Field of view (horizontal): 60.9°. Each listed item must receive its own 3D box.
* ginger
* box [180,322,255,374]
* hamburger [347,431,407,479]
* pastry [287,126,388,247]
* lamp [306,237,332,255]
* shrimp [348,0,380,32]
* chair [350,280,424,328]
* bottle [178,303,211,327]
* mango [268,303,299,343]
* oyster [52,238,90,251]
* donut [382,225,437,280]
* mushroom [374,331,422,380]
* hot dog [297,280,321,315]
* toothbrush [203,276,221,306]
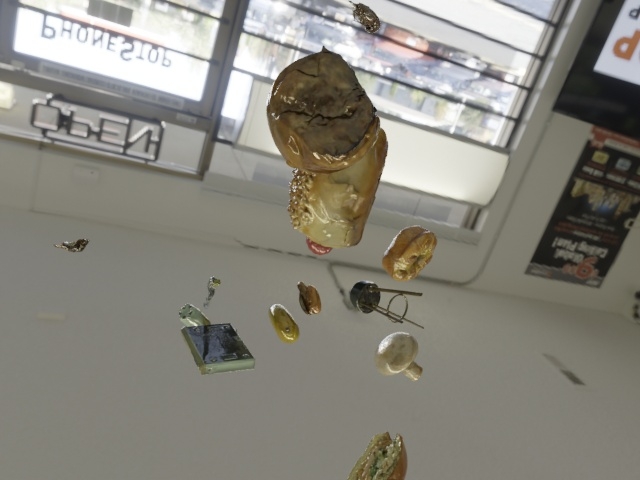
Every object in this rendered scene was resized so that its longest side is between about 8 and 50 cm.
[{"bbox_3d":[0.002,-0.229,1.089,0.269,0.200,0.223,63,-179,21],"label":"ginger"},{"bbox_3d":[-0.355,0.368,1.886,0.210,0.045,0.270,0,-160,-27],"label":"box"},{"bbox_3d":[0.217,0.802,1.864,0.144,0.157,0.283,-8,-151,46],"label":"hamburger"},{"bbox_3d":[0.045,-0.170,1.572,0.244,0.410,0.409,17,-162,5],"label":"pastry"},{"bbox_3d":[0.000,0.000,1.945,0.107,0.092,0.108,9,-115,-19],"label":"lamp"},{"bbox_3d":[0.139,-0.739,1.782,0.165,0.057,0.065,24,146,-37],"label":"shrimp"},{"bbox_3d":[0.187,0.183,1.518,0.221,0.095,0.104,18,-124,46],"label":"chair"},{"bbox_3d":[-0.477,0.350,2.201,0.083,0.083,0.270,34,163,38],"label":"bottle"},{"bbox_3d":[-0.152,0.318,2.144,0.091,0.137,0.237,-29,-145,-13],"label":"mango"},{"bbox_3d":[-0.609,0.014,1.360,0.086,0.029,0.132,-7,179,14],"label":"oyster"},{"bbox_3d":[0.329,0.048,1.997,0.114,0.227,0.226,39,-154,29],"label":"donut"},{"bbox_3d":[0.340,0.487,2.313,0.209,0.206,0.206,18,-163,-22],"label":"mushroom"},{"bbox_3d":[-0.047,0.226,2.146,0.089,0.140,0.060,-9,179,33],"label":"hot dog"},{"bbox_3d":[-0.408,0.201,2.012,0.042,0.035,0.413,24,156,-7],"label":"toothbrush"}]
